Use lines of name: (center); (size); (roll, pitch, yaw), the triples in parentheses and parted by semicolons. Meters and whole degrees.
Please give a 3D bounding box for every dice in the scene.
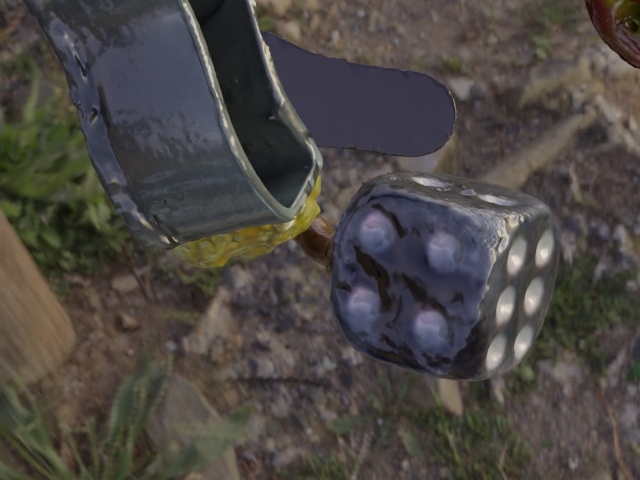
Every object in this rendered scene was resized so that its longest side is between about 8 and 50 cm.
dice: (0.128, 0.032, 1.416); (0.183, 0.182, 0.181); (17, 16, 30)

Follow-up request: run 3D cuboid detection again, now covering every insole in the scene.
insole: (-0.020, -0.140, 1.327); (0.328, 0.007, 0.111); (14, 103, 26)

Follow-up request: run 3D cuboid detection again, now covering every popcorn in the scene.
popcorn: (-0.111, -0.067, 1.943); (0.256, 0.255, 0.195); (-39, 93, -31)

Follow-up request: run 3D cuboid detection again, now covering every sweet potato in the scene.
sweet potato: (0.000, 0.000, 2.035); (0.281, 0.067, 0.059); (42, 113, 62)

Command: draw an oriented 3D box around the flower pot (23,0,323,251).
flower pot: (-0.097, -0.109, 0.880); (0.108, 0.229, 0.103); (-16, 18, 27)

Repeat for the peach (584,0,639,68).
peach: (0.263, -0.200, 0.975); (0.127, 0.092, 0.172); (34, 68, -7)
